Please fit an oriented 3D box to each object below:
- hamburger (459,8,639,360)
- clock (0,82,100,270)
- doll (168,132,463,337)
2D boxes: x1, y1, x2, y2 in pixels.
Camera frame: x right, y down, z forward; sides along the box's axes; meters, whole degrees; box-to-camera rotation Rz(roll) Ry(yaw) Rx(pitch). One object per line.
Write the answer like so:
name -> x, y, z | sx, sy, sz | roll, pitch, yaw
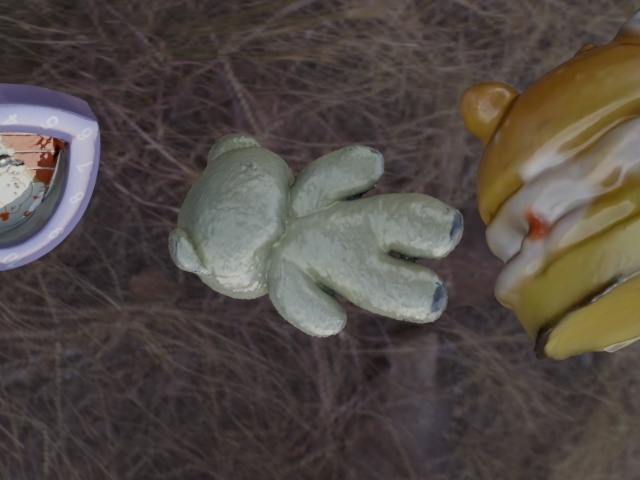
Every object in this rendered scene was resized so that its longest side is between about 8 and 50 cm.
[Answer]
hamburger -> 0.253, -0.054, 1.071 | 0.276, 0.276, 0.237 | -11, 66, -24
clock -> -0.269, -0.069, 1.123 | 0.172, 0.064, 0.198 | -36, 145, -2
doll -> -0.001, 0.005, 1.329 | 0.278, 0.149, 0.175 | 14, 54, 9
